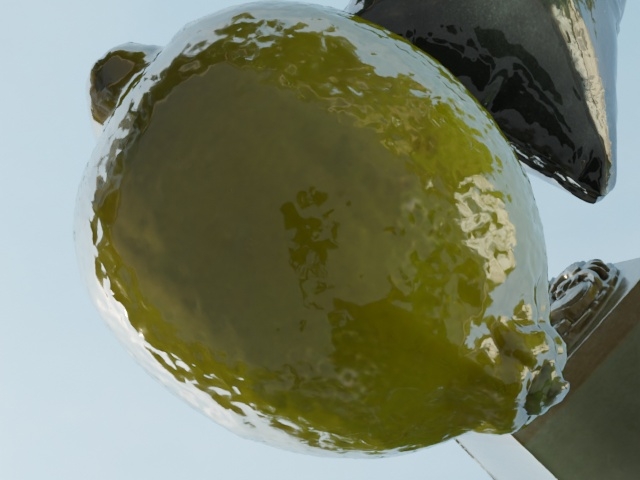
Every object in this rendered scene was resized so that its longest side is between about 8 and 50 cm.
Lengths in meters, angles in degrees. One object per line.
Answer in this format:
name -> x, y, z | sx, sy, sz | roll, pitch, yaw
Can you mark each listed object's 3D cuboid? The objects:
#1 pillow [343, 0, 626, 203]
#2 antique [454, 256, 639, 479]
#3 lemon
pillow -> 0.107, -0.157, 0.901 | 0.186, 0.250, 0.106 | 26, -36, -15
antique -> 0.171, 0.098, 0.931 | 0.148, 0.152, 0.147 | 44, -101, -4
lemon -> 0.000, 0.000, 0.666 | 0.248, 0.184, 0.184 | 38, -79, 16
